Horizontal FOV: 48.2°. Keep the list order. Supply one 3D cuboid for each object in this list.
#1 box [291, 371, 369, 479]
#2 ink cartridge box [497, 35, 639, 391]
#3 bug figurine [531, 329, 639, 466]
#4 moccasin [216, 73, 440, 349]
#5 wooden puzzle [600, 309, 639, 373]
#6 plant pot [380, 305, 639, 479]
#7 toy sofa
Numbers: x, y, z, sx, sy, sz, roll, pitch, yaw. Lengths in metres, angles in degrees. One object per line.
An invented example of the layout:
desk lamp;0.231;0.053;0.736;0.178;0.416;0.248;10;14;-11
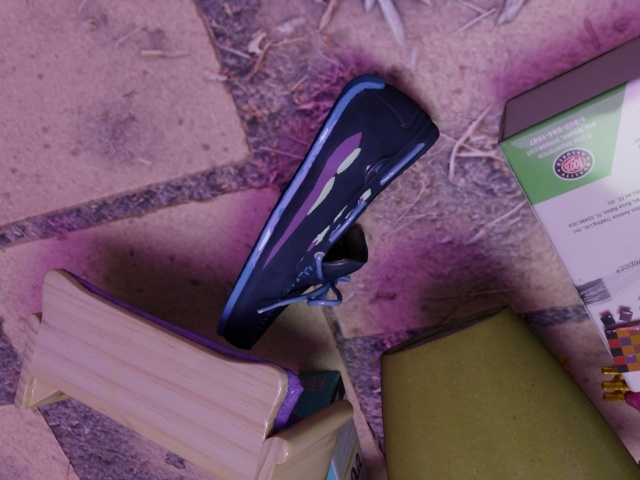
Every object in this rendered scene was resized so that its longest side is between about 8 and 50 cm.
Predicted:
box;0.013;0.296;0.910;0.060;0.100;0.244;-6;115;19
ink cartridge box;0.320;-0.030;0.642;0.211;0.121;0.289;-24;109;26
bug figurine;0.299;0.202;0.800;0.279;0.072;0.216;1;111;20
moccasin;0.000;0.000;0.740;0.117;0.138;0.342;29;122;-6
wooden puzzle;0.287;0.095;0.644;0.049;0.006;0.083;-14;113;27
plant pot;0.174;0.223;0.689;0.275;0.275;0.293;-25;83;25
toy sofa;-0.154;0.157;0.796;0.362;0.150;0.177;18;99;26
